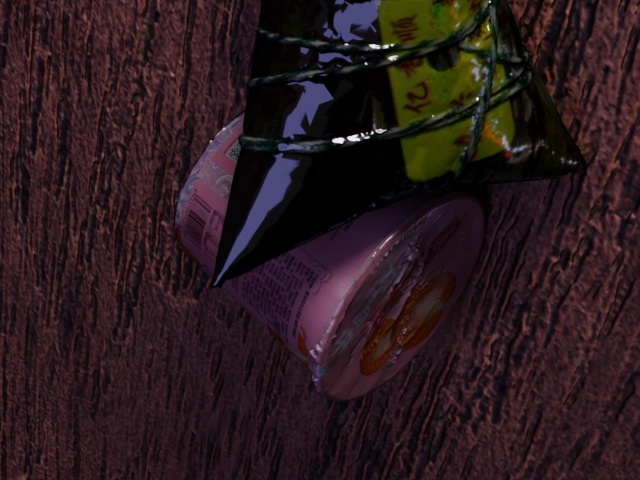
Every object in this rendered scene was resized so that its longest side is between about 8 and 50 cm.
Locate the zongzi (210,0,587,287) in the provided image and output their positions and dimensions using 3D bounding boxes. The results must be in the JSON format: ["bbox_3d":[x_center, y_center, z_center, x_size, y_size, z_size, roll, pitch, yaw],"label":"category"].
[{"bbox_3d":[0.011,-0.143,1.421,0.383,0.362,0.319,64,166,-18],"label":"zongzi"}]

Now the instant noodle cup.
[{"bbox_3d":[0.000,0.000,1.626,0.231,0.243,0.243,36,138,26],"label":"instant noodle cup"}]
